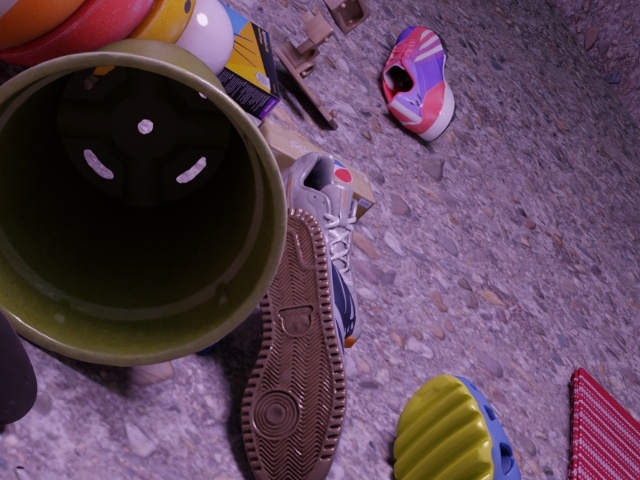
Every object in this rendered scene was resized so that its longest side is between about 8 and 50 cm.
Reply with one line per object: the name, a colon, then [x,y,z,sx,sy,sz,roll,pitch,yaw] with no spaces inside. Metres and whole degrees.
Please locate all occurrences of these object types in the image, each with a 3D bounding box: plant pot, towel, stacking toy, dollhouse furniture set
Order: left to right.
stacking toy: [-0.246,-0.297,1.123,0.480,0.350,0.351,22,34,-59]
plant pot: [-0.172,-0.067,0.962,0.276,0.276,0.254,36,17,-18]
dollhouse furniture set: [0.030,-0.270,1.541,0.123,0.151,0.144,53,4,12]
towel: [0.414,0.315,1.459,0.199,0.031,0.275,43,29,-9]

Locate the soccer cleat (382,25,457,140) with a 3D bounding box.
soccer cleat: [0.161,-0.305,1.873,0.116,0.108,0.318,27,35,-24]

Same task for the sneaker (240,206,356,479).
sneaker: [-0.015,0.124,1.050,0.153,0.099,0.282,68,20,-66]

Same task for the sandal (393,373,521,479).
sandal: [0.175,0.288,1.084,0.138,0.126,0.318,19,46,-47]

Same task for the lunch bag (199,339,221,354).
lunch bag: [-0.108,0.060,1.044,0.067,0.065,0.098,41,27,-9]

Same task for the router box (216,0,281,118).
router box: [-0.128,-0.265,1.478,0.133,0.046,0.179,28,32,-31]

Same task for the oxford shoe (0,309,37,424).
oxford shoe: [-0.296,0.052,0.801,0.212,0.076,0.076,50,-14,-12]

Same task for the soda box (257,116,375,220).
soda box: [-0.016,-0.087,1.379,0.181,0.058,0.061,28,32,-32]

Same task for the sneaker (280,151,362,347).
sneaker: [0.000,0.000,1.215,0.099,0.121,0.262,17,39,-42]
